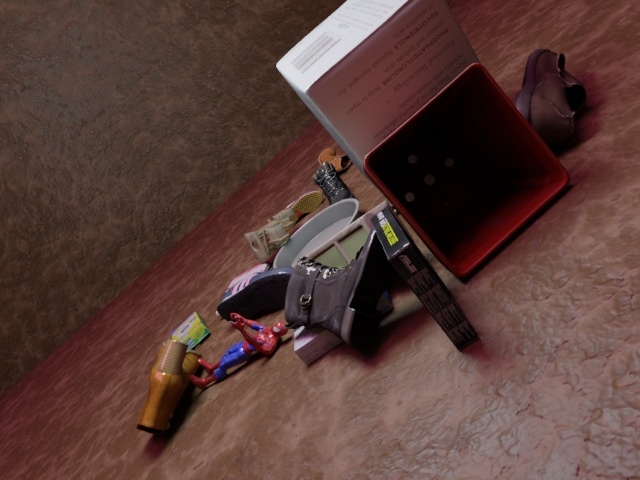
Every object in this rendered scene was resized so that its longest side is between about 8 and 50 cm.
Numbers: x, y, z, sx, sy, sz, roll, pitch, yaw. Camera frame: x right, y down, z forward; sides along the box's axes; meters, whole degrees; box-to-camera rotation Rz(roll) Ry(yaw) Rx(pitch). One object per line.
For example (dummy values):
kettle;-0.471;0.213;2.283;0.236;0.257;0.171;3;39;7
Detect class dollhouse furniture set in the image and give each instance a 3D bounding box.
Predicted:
dollhouse furniture set;-0.103;-0.024;1.762;0.161;0.101;0.182;-10;20;48

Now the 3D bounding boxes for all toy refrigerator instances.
toy refrigerator;0.057;0.031;1.192;0.094;0.102;0.269;-33;-1;-40

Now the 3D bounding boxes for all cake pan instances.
cake pan;0.000;0.000;1.569;0.293;0.054;0.293;-36;18;14

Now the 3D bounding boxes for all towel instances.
towel;-0.225;0.144;1.727;0.144;0.029;0.197;-29;21;24

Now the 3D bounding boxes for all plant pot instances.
plant pot;0.241;-0.122;1.092;0.267;0.267;0.236;-41;5;-3

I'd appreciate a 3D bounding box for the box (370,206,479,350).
box;0.157;0.053;0.905;0.045;0.191;0.184;-36;17;7

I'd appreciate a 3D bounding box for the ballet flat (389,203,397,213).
ballet flat;0.189;-0.078;1.420;0.114;0.041;0.041;-27;22;35

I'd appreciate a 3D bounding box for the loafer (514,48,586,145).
loafer;0.491;-0.294;1.226;0.130;0.134;0.366;9;43;21

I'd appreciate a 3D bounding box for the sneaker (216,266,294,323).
sneaker;-0.143;0.112;1.494;0.319;0.112;0.131;-24;27;39

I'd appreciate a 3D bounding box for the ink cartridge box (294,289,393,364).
ink cartridge box;0.041;0.151;1.138;0.207;0.046;0.097;-36;20;12

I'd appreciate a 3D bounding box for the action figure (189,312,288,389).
action figure;-0.202;0.228;1.309;0.280;0.139;0.091;-29;22;24

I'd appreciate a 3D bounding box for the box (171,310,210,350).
box;-0.384;0.276;1.701;0.105;0.043;0.179;-44;20;-10

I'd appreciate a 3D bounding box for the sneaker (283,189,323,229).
sneaker;-0.074;-0.116;1.971;0.185;0.069;0.084;-36;23;8

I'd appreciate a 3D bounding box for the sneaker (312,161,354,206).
sneaker;0.034;-0.161;1.767;0.087;0.130;0.227;-38;20;12

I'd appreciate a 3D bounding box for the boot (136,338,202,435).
boot;-0.369;0.355;1.387;0.295;0.104;0.211;113;174;-73

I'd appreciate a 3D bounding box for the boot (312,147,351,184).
boot;0.058;-0.294;2.137;0.152;0.073;0.197;-24;36;43

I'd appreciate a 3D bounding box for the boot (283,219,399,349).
boot;0.026;0.064;1.071;0.229;0.091;0.263;16;86;51

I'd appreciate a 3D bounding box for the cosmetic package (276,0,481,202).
cosmetic package;0.164;-0.333;1.329;0.327;0.394;0.329;-40;30;5
